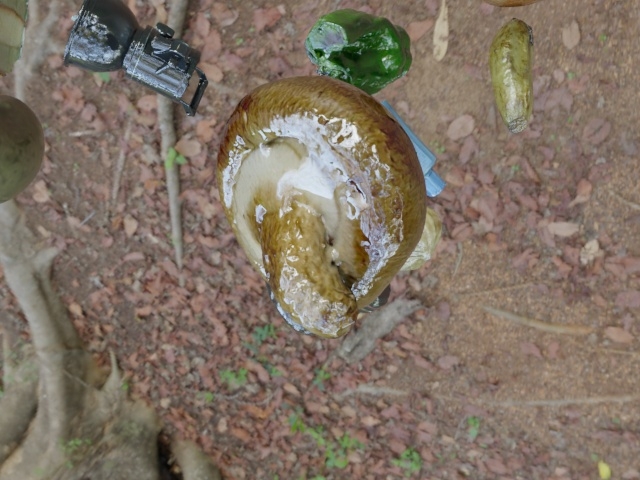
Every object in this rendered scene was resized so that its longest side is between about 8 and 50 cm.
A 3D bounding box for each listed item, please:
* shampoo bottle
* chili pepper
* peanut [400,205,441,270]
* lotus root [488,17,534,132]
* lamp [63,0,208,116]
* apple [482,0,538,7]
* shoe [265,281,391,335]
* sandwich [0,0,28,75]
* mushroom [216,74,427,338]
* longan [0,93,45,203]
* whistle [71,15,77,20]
[{"bbox_3d":[0.195,-0.200,1.544,0.104,0.061,0.258,-42,115,12],"label":"shampoo bottle"},{"bbox_3d":[0.107,-0.452,1.577,0.167,0.385,0.213,-23,94,31],"label":"chili pepper"},{"bbox_3d":[0.163,0.008,1.498,0.153,0.140,0.325,47,152,2],"label":"peanut"},{"bbox_3d":[0.414,-0.362,1.437,0.097,0.259,0.110,-4,163,23],"label":"lotus root"},{"bbox_3d":[-0.291,-0.313,1.114,0.227,0.147,0.172,23,163,-16],"label":"lamp"},{"bbox_3d":[0.342,-0.512,1.179,0.188,0.174,0.207,-21,72,15],"label":"apple"},{"bbox_3d":[0.000,0.000,1.349,0.237,0.384,0.171,-25,144,26],"label":"shoe"},{"bbox_3d":[-0.565,-0.345,0.991,0.198,0.227,0.155,11,98,-17],"label":"sandwich"},{"bbox_3d":[-0.008,-0.057,0.895,0.345,0.239,0.346,3,95,34],"label":"mushroom"},{"bbox_3d":[-0.658,-0.180,1.297,0.215,0.246,0.246,37,136,-25],"label":"longan"},{"bbox_3d":[-0.605,-0.583,1.750,0.035,0.100,0.035,13,106,50],"label":"whistle"}]
